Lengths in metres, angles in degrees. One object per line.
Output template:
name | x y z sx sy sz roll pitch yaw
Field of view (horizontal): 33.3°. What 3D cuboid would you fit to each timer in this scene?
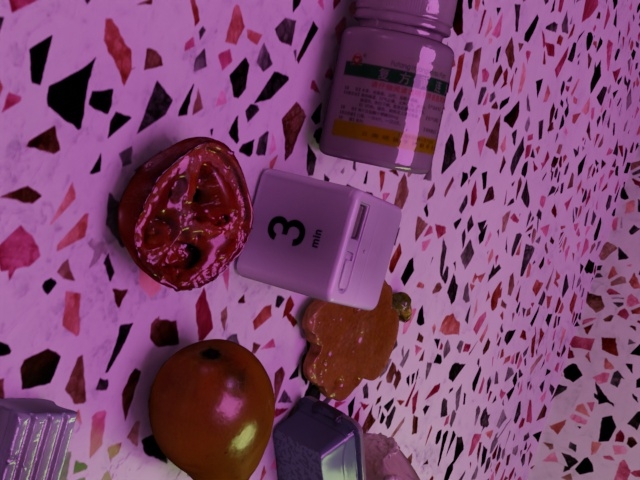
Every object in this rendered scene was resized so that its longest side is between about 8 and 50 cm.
timer | 0.000 0.000 1.844 0.194 0.195 0.192 18 87 -60

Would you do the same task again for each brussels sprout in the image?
brussels sprout | 0.181 0.145 2.387 0.083 0.046 0.051 74 37 -58

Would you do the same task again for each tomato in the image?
tomato | -0.208 -0.045 1.566 0.228 0.101 0.228 -24 123 -44

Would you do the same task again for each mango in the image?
mango | -0.165 0.288 1.721 0.211 0.173 0.317 -54 151 -32

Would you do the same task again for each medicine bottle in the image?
medicine bottle | 0.129 -0.301 1.915 0.208 0.208 0.340 1 103 -60

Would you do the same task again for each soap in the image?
soap | -0.404 0.313 1.416 0.119 0.066 0.198 16 89 -59

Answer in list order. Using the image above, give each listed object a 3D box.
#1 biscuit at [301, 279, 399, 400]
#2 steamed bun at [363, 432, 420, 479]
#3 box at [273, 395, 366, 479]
biscuit | 0.055 0.190 2.173 0.376 0.051 0.269 34 76 -59
steamed bun | 0.116 0.604 2.285 0.334 0.233 0.312 -61 147 -22
box | 0.001 0.432 2.091 0.130 0.162 0.227 -31 130 -37
